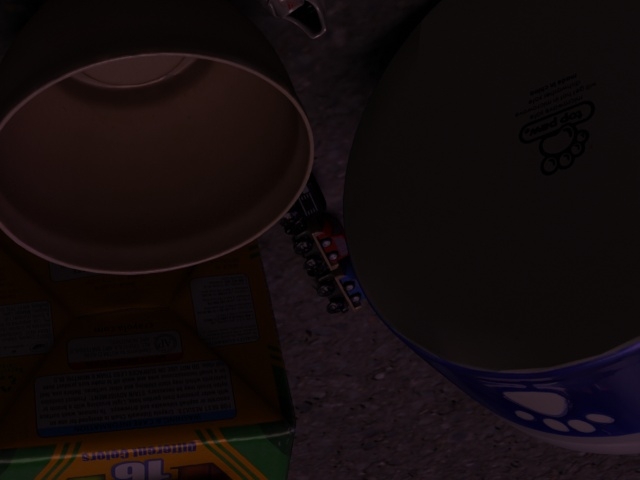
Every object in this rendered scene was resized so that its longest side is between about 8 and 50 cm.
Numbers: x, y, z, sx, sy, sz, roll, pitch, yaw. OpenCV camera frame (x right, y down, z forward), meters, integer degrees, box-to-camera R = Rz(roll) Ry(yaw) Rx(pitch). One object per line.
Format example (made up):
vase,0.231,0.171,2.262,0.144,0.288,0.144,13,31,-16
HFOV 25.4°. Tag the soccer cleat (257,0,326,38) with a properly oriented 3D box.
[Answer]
soccer cleat,-0.025,-0.133,0.726,0.029,0.036,0.083,-32,140,23

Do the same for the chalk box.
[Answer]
chalk box,-0.126,0.129,0.916,0.180,0.179,0.289,-6,142,-10

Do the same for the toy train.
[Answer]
toy train,0.000,0.000,0.918,0.036,0.027,0.158,-27,142,0

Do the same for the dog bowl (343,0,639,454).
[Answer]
dog bowl,0.145,-0.033,0.721,0.265,0.265,0.104,-31,138,22

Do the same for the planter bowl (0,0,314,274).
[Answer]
planter bowl,-0.093,-0.073,0.721,0.162,0.109,0.162,-9,143,-7
